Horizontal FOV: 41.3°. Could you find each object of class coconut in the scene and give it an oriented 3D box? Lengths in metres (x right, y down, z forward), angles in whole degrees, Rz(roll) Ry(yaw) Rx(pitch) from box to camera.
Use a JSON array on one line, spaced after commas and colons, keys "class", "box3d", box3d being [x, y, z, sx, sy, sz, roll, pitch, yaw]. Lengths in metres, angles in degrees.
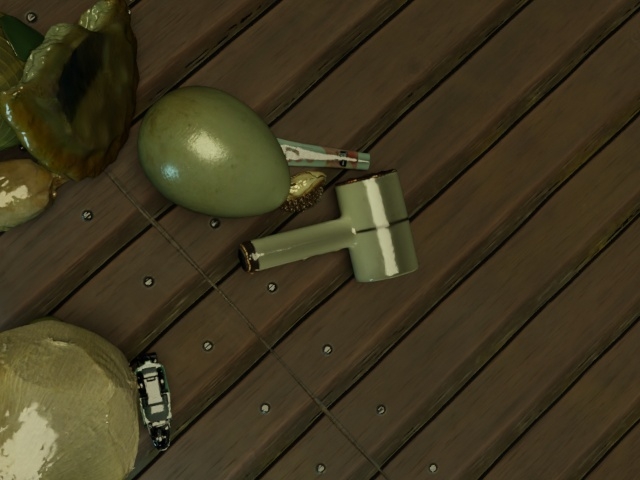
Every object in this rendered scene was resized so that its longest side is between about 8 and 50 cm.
[{"class": "coconut", "box3d": [-0.459, 0.311, 1.369, 0.347, 0.360, 0.346, -3, 107, -10]}]

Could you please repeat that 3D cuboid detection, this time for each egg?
[{"class": "egg", "box3d": [-0.184, -0.148, 1.522, 0.296, 0.218, 0.218, 30, 84, -25]}]

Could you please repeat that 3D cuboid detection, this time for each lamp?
[{"class": "lamp", "box3d": [-0.570, -0.249, 1.397, 0.250, 0.284, 0.250, -3, 127, -3]}]

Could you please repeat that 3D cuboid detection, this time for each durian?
[{"class": "durian", "box3d": [-0.041, -0.090, 1.653, 0.130, 0.052, 0.066, -21, 57, -15]}]

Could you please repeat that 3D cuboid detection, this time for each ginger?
[{"class": "ginger", "box3d": [-0.570, -0.081, 1.472, 0.267, 0.138, 0.152, 3, 85, -8]}]

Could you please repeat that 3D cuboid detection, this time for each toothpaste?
[{"class": "toothpaste", "box3d": [-0.007, -0.164, 1.655, 0.205, 0.036, 0.056, 5, 91, -9]}]

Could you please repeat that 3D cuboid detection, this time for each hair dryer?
[{"class": "hair dryer", "box3d": [0.000, 0.000, 1.594, 0.362, 0.128, 0.203, -15, 95, -20]}]

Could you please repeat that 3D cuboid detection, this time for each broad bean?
[{"class": "broad bean", "box3d": [-0.505, 0.170, 1.538, 0.083, 0.045, 0.063, -17, 81, -20]}]

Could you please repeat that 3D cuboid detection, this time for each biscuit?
[{"class": "biscuit", "box3d": [-0.396, -0.272, 1.434, 0.078, 0.329, 0.334, 11, 80, 18]}]

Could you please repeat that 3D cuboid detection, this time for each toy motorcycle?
[{"class": "toy motorcycle", "box3d": [-0.304, 0.296, 1.558, 0.058, 0.100, 0.173, -10, 90, -12]}]
